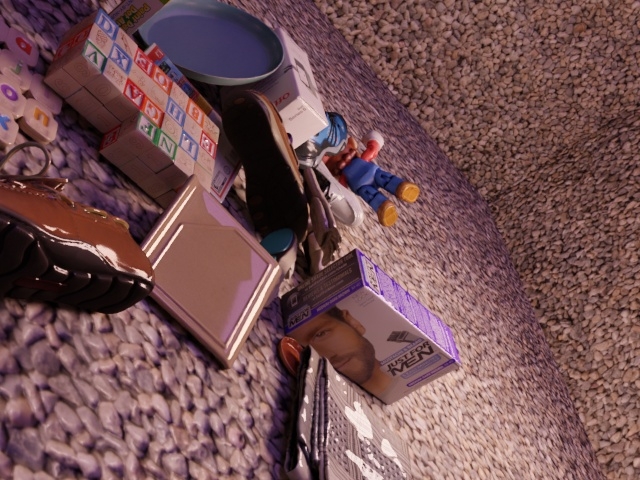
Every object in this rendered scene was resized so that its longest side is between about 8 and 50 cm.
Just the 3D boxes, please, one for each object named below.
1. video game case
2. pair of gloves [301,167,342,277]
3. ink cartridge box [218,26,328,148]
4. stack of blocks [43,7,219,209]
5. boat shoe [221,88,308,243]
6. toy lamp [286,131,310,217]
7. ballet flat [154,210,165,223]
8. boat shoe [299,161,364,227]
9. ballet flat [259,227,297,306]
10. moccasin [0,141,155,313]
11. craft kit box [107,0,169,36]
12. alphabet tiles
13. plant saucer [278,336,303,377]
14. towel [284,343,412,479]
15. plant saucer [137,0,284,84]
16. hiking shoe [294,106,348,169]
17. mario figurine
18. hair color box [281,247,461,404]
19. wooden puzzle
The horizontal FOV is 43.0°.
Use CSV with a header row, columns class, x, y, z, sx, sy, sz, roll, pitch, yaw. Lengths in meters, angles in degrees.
class,x,y,z,sx,sy,sz,roll,pitch,yaw
video game case,-0.259,-0.221,1.539,0.285,0.025,0.204,48,33,-21
pair of gloves,0.000,0.000,1.634,0.240,0.042,0.204,95,-17,-47
ink cartridge box,-0.114,-0.316,1.821,0.115,0.198,0.273,39,26,-41
stack of blocks,-0.298,-0.204,1.319,0.297,0.087,0.171,45,32,-36
boat shoe,-0.092,-0.149,1.610,0.120,0.122,0.324,-61,138,-64
toy lamp,-0.040,-0.099,1.758,0.080,0.080,0.275,-92,158,-56
ballet flat,-0.184,-0.014,1.393,0.250,0.058,0.084,21,40,-58
boat shoe,0.014,-0.118,1.999,0.227,0.079,0.081,50,27,2
ballet flat,-0.090,0.054,1.498,0.086,0.086,0.248,52,22,-10
moccasin,-0.335,-0.019,0.936,0.380,0.139,0.147,20,39,-59
craft kit box,-0.319,-0.419,1.444,0.061,0.246,0.250,51,21,-21
alphabet tiles,-0.484,-0.254,1.136,0.284,0.021,0.278,40,25,-36
plant saucer,-0.047,0.208,1.426,0.083,0.013,0.083,46,23,-26
towel,0.065,0.363,1.358,0.324,0.056,0.312,48,23,-22
plant saucer,-0.235,-0.422,1.736,0.317,0.044,0.318,12,41,-11
hiking shoe,0.005,-0.274,1.980,0.113,0.132,0.304,19,29,11
mario figurine,0.116,-0.167,2.126,0.198,0.170,0.320,-25,51,-30
hair color box,0.102,0.176,1.566,0.339,0.185,0.110,40,26,-36
wooden puzzle,-0.176,0.048,1.263,0.239,0.044,0.221,51,42,-24
